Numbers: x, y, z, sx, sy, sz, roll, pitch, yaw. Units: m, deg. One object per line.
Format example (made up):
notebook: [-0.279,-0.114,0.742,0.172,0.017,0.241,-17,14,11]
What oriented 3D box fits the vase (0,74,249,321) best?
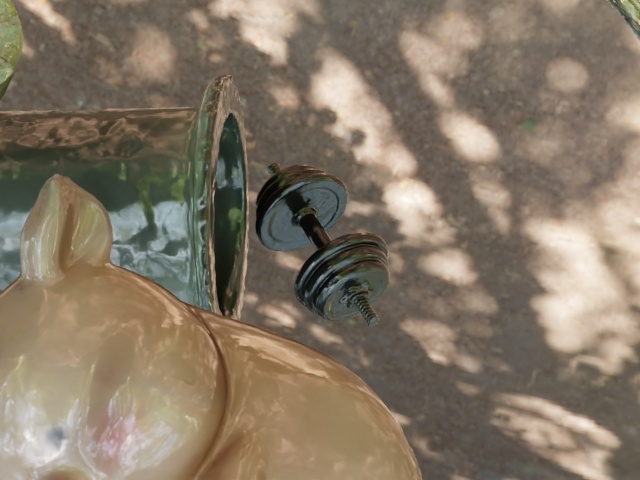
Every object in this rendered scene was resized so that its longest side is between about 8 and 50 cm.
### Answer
vase: [-0.216,-0.025,0.883,0.291,0.245,0.245,2,152,1]

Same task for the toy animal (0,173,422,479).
toy animal: [-0.087,0.129,0.590,0.256,0.213,0.195,26,116,-27]

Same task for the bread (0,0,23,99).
bread: [-0.342,-0.124,0.553,0.333,0.160,0.333,-15,162,-5]

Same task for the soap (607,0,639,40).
soap: [0.170,-0.151,0.517,0.076,0.135,0.233,-41,100,17]

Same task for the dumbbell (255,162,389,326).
dumbbell: [0.000,0.000,0.970,0.099,0.208,0.099,-22,145,-16]
